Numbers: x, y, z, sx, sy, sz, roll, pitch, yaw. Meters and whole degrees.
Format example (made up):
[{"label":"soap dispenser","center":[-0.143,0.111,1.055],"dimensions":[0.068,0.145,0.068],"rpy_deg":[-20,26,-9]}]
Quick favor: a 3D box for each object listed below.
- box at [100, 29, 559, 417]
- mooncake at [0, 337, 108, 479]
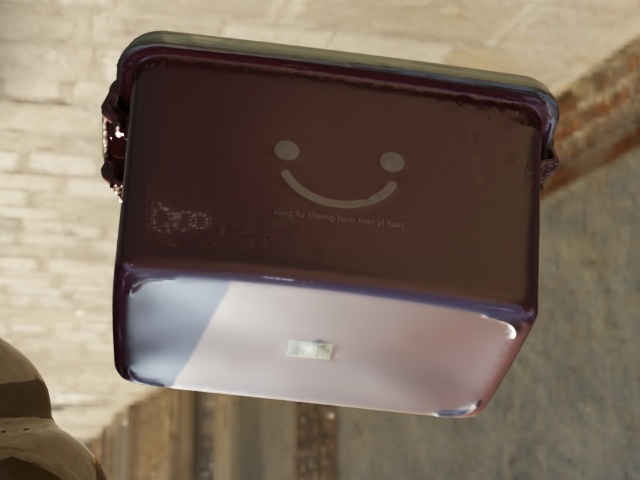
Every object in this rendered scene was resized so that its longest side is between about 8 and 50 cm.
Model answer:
[{"label":"box","center":[0.000,0.000,0.841],"dimensions":[0.294,0.167,0.193],"rpy_deg":[7,149,-5]},{"label":"mooncake","center":[-0.299,0.186,0.865],"dimensions":[0.201,0.378,0.378],"rpy_deg":[-37,154,16]}]
